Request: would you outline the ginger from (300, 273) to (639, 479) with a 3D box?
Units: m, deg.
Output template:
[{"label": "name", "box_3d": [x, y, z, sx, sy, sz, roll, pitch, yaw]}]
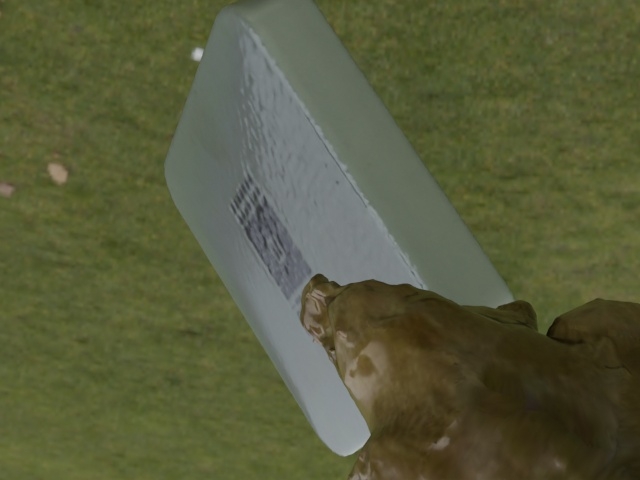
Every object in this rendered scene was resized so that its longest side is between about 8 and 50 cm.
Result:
[{"label": "ginger", "box_3d": [0.096, 0.095, 0.527, 0.219, 0.270, 0.123, -33, 163, -21]}]

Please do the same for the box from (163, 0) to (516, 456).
[{"label": "box", "box_3d": [0.000, 0.000, 1.046, 0.090, 0.373, 0.367, -29, 169, -25]}]
